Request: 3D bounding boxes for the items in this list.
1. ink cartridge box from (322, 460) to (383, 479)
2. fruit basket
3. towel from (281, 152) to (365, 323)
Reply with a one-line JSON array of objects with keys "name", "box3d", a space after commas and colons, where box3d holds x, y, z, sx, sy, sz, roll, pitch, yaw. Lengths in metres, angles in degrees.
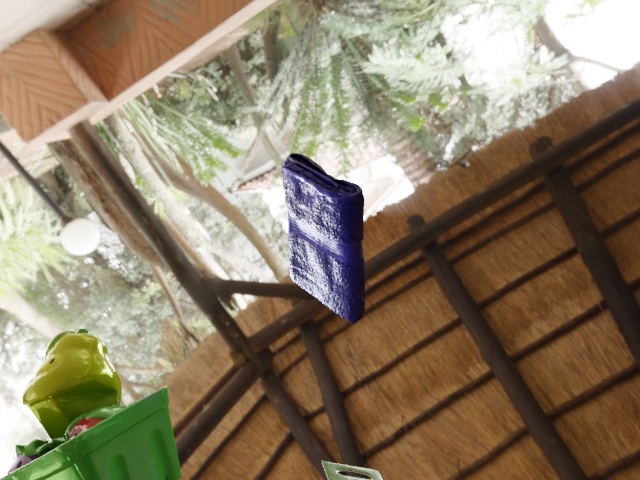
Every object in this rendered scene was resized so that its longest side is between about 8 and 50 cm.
[{"name": "ink cartridge box", "box3d": [0.063, 0.424, 0.770, 0.209, 0.108, 0.062, -137, -118, -75]}, {"name": "fruit basket", "box3d": [-0.471, 0.351, 0.958, 0.391, 0.392, 0.283, -26, 176, 23]}, {"name": "towel", "box3d": [0.000, 0.000, 1.037, 0.076, 0.309, 0.227, -24, -142, -26]}]
